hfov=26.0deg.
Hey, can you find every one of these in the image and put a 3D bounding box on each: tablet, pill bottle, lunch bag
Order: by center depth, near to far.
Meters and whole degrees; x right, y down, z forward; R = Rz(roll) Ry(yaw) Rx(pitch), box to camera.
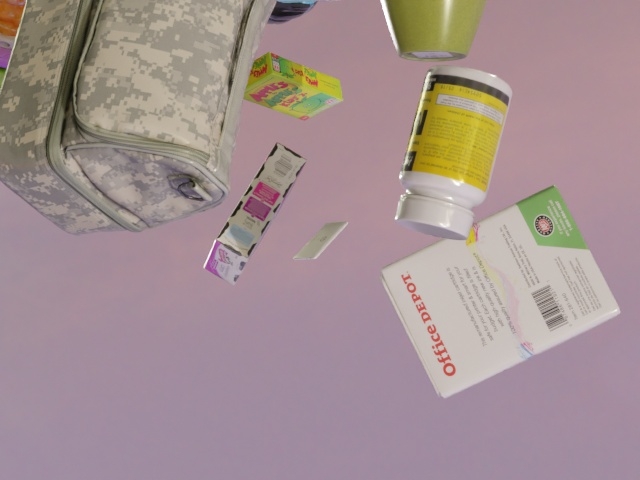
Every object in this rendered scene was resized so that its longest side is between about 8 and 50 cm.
[{"bbox_3d":[-0.188,-0.173,1.521,0.256,0.212,0.305,-3,-119,26],"label":"lunch bag"},{"bbox_3d":[0.170,-0.113,1.805,0.119,0.119,0.209,6,-102,53],"label":"pill bottle"},{"bbox_3d":[0.000,0.000,2.023,0.054,0.006,0.083,-3,-142,52],"label":"tablet"}]

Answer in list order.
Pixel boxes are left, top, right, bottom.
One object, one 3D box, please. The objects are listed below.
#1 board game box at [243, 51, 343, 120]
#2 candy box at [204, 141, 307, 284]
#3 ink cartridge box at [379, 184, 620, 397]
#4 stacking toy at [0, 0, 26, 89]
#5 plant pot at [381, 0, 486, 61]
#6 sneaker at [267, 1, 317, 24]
[{"bbox_3d":[-0.056,-0.260,2.352,0.092,0.181,0.043,-24,-114,36],"label":"board game box"},{"bbox_3d":[-0.122,-0.049,2.574,0.233,0.071,0.159,-61,-179,-25],"label":"candy box"},{"bbox_3d":[0.249,0.077,1.958,0.278,0.201,0.117,-26,171,1],"label":"ink cartridge box"},{"bbox_3d":[-0.423,-0.240,1.849,0.165,0.302,0.175,-2,-136,-27],"label":"stacking toy"},{"bbox_3d":[0.224,-0.504,2.704,0.274,0.294,0.275,0,179,0],"label":"plant pot"},{"bbox_3d":[-0.144,-0.464,2.173,0.139,0.341,0.125,7,-109,64],"label":"sneaker"}]
